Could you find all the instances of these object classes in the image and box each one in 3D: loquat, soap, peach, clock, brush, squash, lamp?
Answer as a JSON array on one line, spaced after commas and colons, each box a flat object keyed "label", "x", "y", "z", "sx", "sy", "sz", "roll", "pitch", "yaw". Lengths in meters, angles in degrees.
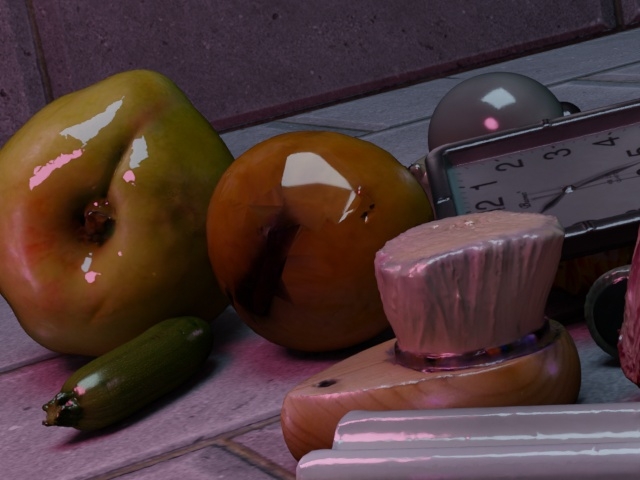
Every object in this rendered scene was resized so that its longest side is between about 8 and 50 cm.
[{"label": "loquat", "x": 0.000, "y": 0.000, "z": 1.700, "sx": 0.235, "sy": 0.235, "sz": 0.235, "roll": -10, "pitch": 12, "yaw": 2}, {"label": "soap", "x": 0.133, "y": 0.176, "z": 0.937, "sx": 0.265, "sy": 0.159, "sz": 0.087, "roll": -4, "pitch": 14, "yaw": 25}, {"label": "peach", "x": -0.214, "y": -0.016, "z": 1.841, "sx": 0.314, "sy": 0.281, "sz": 0.315, "roll": -50, "pitch": -12, "yaw": -8}, {"label": "clock", "x": 0.252, "y": -0.052, "z": 1.686, "sx": 0.279, "sy": 0.049, "sz": 0.273, "roll": -13, "pitch": 26, "yaw": 5}, {"label": "brush", "x": 0.084, "y": 0.083, "z": 1.406, "sx": 0.267, "sy": 0.166, "sz": 0.174, "roll": -17, "pitch": 13, "yaw": -18}, {"label": "squash", "x": -0.175, "y": 0.128, "z": 1.652, "sx": 0.069, "sy": 0.069, "sz": 0.258, "roll": -4, "pitch": 15, "yaw": 30}, {"label": "lamp", "x": 0.214, "y": -0.112, "z": 2.190, "sx": 0.198, "sy": 0.197, "sz": 0.244, "roll": 4, "pitch": 42, "yaw": 50}]

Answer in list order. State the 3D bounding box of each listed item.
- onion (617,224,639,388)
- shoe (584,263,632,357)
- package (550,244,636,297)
[{"label": "onion", "x": 0.347, "y": 0.040, "z": 1.298, "sx": 0.206, "sy": 0.216, "sz": 0.207, "roll": 6, "pitch": 23, "yaw": 0}, {"label": "shoe", "x": 0.351, "y": 0.047, "z": 1.515, "sx": 0.228, "sy": 0.099, "sz": 0.112, "roll": -9, "pitch": 5, "yaw": 10}, {"label": "package", "x": 0.309, "y": -0.003, "z": 1.739, "sx": 0.288, "sy": 0.108, "sz": 0.223, "roll": -1, "pitch": 19, "yaw": 34}]
